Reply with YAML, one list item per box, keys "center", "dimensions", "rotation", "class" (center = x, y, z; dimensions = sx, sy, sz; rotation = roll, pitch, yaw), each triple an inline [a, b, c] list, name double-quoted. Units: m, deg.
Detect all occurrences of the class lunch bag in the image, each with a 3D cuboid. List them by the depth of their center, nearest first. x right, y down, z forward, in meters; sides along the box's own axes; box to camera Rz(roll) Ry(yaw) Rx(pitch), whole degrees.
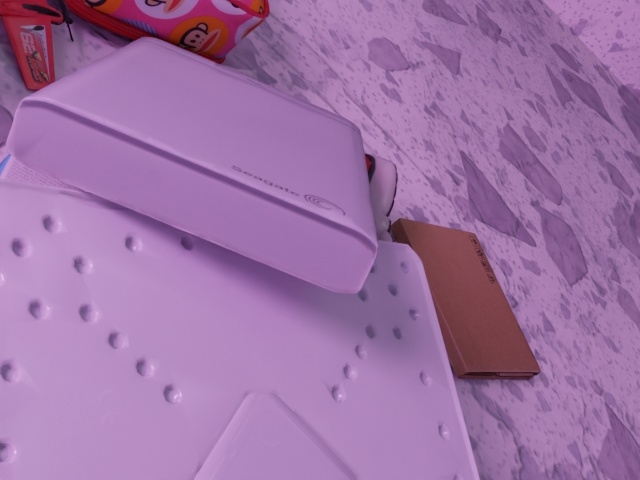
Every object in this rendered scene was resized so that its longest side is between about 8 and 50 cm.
- center: [-0.168, -0.327, 0.925]
  dimensions: [0.258, 0.120, 0.293]
  rotation: [14, 47, -45]
  class: "lunch bag"

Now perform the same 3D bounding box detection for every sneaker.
- center: [0.000, 0.000, 0.859]
  dimensions: [0.118, 0.107, 0.279]
  rotation: [22, 36, -10]
  class: "sneaker"

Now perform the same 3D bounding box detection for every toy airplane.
- center: [-0.271, -0.193, 0.742]
  dimensions: [0.151, 0.028, 0.151]
  rotation: [24, 58, -46]
  class: "toy airplane"

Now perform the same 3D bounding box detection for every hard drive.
- center: [-0.074, -0.082, 0.701]
  dimensions: [0.233, 0.047, 0.353]
  rotation: [22, 18, -7]
  class: "hard drive"

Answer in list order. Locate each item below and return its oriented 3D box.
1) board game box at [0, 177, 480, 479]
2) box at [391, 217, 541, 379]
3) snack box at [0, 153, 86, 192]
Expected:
- center: [-0.038, 0.168, 0.557]
  dimensions: [0.390, 0.050, 0.390]
  rotation: [9, 60, -42]
  class: "board game box"
- center: [0.172, 0.070, 1.047]
  dimensions: [0.164, 0.021, 0.201]
  rotation: [9, 51, -47]
  class: "box"
- center: [-0.116, 0.094, 0.627]
  dimensions: [0.322, 0.060, 0.187]
  rotation: [34, 38, -25]
  class: "snack box"
